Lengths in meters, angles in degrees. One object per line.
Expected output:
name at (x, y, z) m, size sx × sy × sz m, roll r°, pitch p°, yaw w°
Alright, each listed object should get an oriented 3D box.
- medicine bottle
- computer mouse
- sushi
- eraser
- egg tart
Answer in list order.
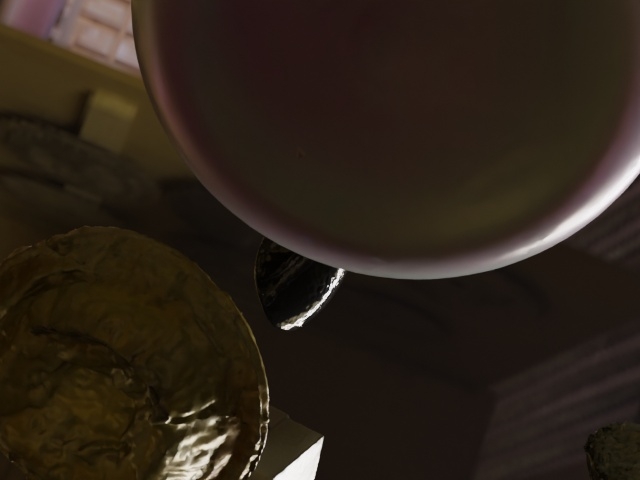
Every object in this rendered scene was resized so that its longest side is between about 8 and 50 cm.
medicine bottle at (0.059, -0.156, 0.806) m, size 0.325 × 0.256 × 0.256 m, roll -70°, pitch -175°, yaw -60°
computer mouse at (0.000, 0.000, 1.975) m, size 0.147 × 0.088 × 0.264 m, roll 59°, pitch 34°, yaw -40°
sushi at (0.458, 0.354, 2.190) m, size 0.212 × 0.147 × 0.115 m, roll -115°, pitch -173°, yaw -54°
eraser at (-0.147, 0.228, 1.863) m, size 0.124 × 0.279 × 0.081 m, roll -32°, pitch 140°, yaw -53°
egg tart at (-0.186, 0.131, 1.328) m, size 0.290 × 0.290 × 0.115 m, roll -64°, pitch 174°, yaw 29°
